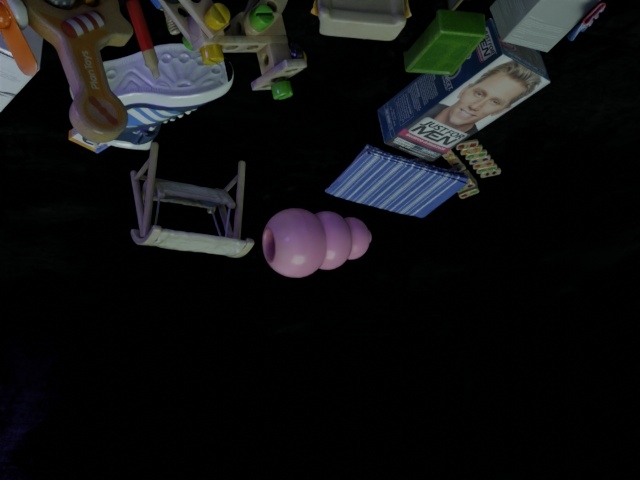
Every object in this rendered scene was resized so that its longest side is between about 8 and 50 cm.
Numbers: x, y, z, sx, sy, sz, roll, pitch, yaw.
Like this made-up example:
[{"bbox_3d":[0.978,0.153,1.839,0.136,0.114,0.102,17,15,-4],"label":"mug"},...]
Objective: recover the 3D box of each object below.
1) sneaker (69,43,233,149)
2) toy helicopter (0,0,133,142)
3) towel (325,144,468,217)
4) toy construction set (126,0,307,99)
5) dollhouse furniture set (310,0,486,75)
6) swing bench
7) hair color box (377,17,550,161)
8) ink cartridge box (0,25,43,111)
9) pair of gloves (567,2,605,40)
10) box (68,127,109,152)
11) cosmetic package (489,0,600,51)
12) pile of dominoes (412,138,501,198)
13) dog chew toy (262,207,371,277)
[{"bbox_3d":[-0.337,-0.284,1.367,0.323,0.130,0.236,-10,164,-7],"label":"sneaker"},{"bbox_3d":[-0.392,-0.311,1.006,0.235,0.354,0.140,-7,161,-45],"label":"toy helicopter"},{"bbox_3d":[0.215,-0.159,1.843,0.336,0.040,0.243,13,149,-23],"label":"towel"},{"bbox_3d":[-0.165,-0.334,1.098,0.309,0.237,0.257,-12,-171,29],"label":"toy construction set"},{"bbox_3d":[0.118,-0.422,1.148,0.302,0.197,0.151,1,169,-13],"label":"dollhouse furniture set"},{"bbox_3d":[-0.322,-0.076,1.623,0.253,0.254,0.165,10,149,-33],"label":"swing bench"},{"bbox_3d":[0.312,-0.323,1.479,0.174,0.105,0.347,13,147,-37],"label":"hair color box"},{"bbox_3d":[-0.578,-0.322,1.154,0.218,0.158,0.092,-29,146,36],"label":"ink cartridge box"},{"bbox_3d":[0.547,-0.453,1.232,0.198,0.023,0.159,-46,177,23],"label":"pair of gloves"},{"bbox_3d":[-0.492,-0.249,1.481,0.136,0.028,0.081,-22,151,29],"label":"box"},{"bbox_3d":[0.444,-0.472,1.220,0.127,0.107,0.238,5,148,-28],"label":"cosmetic package"},{"bbox_3d":[0.387,-0.192,1.845,0.196,0.040,0.251,-21,152,25],"label":"pile of dominoes"},{"bbox_3d":[0.000,0.000,1.960,0.332,0.206,0.206,-5,155,-25],"label":"dog chew toy"}]
